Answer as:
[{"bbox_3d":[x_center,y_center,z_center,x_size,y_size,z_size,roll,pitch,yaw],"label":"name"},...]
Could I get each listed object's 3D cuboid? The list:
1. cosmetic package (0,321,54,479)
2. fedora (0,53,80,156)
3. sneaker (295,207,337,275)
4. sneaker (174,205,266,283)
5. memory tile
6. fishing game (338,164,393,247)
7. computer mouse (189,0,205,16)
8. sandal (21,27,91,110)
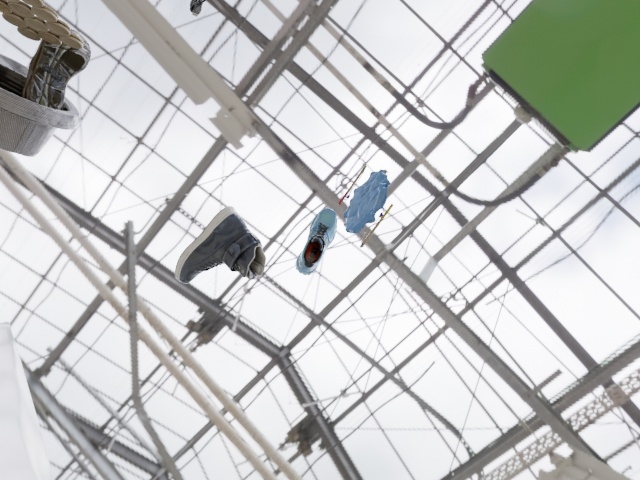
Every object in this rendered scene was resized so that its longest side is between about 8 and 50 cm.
[{"bbox_3d":[-0.287,0.126,0.229,0.197,0.365,0.155,-19,-97,-12],"label":"cosmetic package"},{"bbox_3d":[-0.574,-0.240,0.960,0.275,0.244,0.124,37,-78,21],"label":"fedora"},{"bbox_3d":[0.000,0.000,1.187,0.063,0.073,0.162,23,-106,-6],"label":"sneaker"},{"bbox_3d":[-0.227,0.057,1.237,0.163,0.086,0.226,47,-71,15],"label":"sneaker"},{"bbox_3d":[-0.444,-0.344,0.821,0.113,0.148,0.012,12,-100,7],"label":"memory tile"},{"bbox_3d":[0.125,-0.099,1.402,0.041,0.264,0.189,27,-74,-24],"label":"fishing game"},{"bbox_3d":[-0.335,-0.631,1.272,0.042,0.106,0.193,-41,-83,-20],"label":"computer mouse"},{"bbox_3d":[-0.497,-0.310,0.994,0.060,0.090,0.219,-9,-120,30],"label":"sandal"}]
